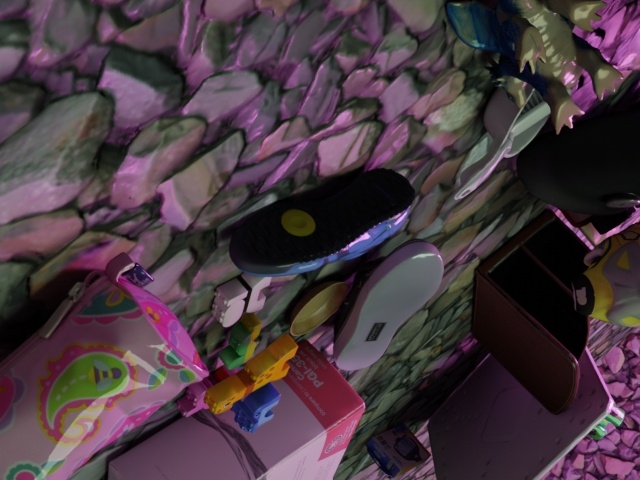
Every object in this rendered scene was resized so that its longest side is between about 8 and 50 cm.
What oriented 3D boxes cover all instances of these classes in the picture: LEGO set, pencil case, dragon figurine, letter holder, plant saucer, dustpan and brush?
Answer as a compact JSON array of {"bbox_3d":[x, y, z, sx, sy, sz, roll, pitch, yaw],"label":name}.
[{"bbox_3d":[-0.090,0.135,0.957,0.093,0.087,0.227,-27,152,-34],"label":"LEGO set"},{"bbox_3d":[-0.221,0.137,0.716,0.284,0.124,0.124,-40,157,-7],"label":"pencil case"},{"bbox_3d":[0.165,-0.185,0.806,0.085,0.144,0.289,-43,138,4],"label":"dragon figurine"},{"bbox_3d":[0.366,0.128,1.519,0.152,0.214,0.302,-38,157,-10],"label":"letter holder"},{"bbox_3d":[-0.005,0.072,1.074,0.083,0.015,0.083,-36,157,-18],"label":"plant saucer"},{"bbox_3d":[0.201,-0.121,1.009,0.211,0.060,0.147,-37,157,-14],"label":"dustpan and brush"}]

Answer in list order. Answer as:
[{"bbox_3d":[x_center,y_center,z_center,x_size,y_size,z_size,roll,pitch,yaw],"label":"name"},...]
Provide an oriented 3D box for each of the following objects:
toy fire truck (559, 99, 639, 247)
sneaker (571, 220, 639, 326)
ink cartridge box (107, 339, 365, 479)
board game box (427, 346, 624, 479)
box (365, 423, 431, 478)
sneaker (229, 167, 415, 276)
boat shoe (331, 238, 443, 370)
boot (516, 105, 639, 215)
[{"bbox_3d":[0.425,-0.086,1.367,0.217,0.158,0.246,-36,177,-3],"label":"toy fire truck"},{"bbox_3d":[0.432,0.025,1.299,0.147,0.145,0.384,-5,-177,24],"label":"sneaker"},{"bbox_3d":[-0.104,0.270,1.131,0.283,0.117,0.207,-28,154,-32],"label":"ink cartridge box"},{"bbox_3d":[0.352,0.324,1.747,0.390,0.050,0.390,-50,-164,20],"label":"board game box"},{"bbox_3d":[0.141,0.388,1.787,0.028,0.081,0.136,-52,156,23],"label":"box"},{"bbox_3d":[0.000,0.000,0.890,0.209,0.069,0.082,-24,155,-38],"label":"sneaker"},{"bbox_3d":[0.067,0.060,1.099,0.080,0.076,0.228,0,142,-20],"label":"boat shoe"},{"bbox_3d":[0.347,-0.114,0.974,0.367,0.445,0.146,11,86,-24],"label":"boot"}]
